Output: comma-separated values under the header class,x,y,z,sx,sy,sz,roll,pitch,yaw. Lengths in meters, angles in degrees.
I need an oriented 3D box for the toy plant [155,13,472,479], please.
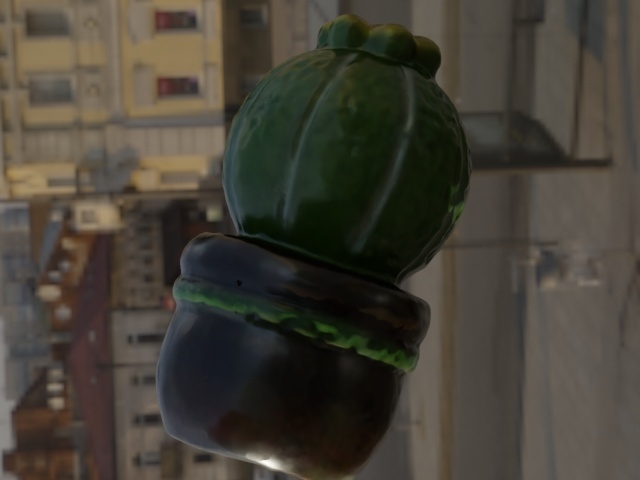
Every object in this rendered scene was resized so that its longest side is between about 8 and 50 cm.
class,x,y,z,sx,sy,sz,roll,pitch,yaw
toy plant,0.000,0.000,0.537,0.093,0.093,0.162,174,113,-84
